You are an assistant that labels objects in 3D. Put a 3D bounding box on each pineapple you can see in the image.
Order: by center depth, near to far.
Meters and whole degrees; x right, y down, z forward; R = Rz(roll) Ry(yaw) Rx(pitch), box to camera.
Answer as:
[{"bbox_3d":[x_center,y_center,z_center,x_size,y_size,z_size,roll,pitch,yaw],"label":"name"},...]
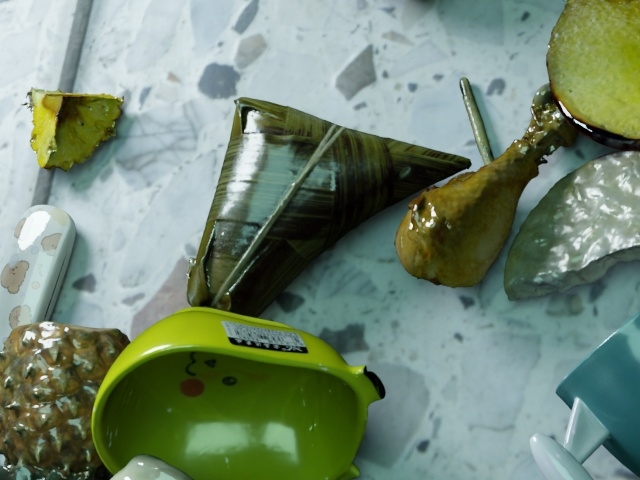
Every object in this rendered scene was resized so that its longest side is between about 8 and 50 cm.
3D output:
[{"bbox_3d":[-0.263,0.236,1.701,0.170,0.141,0.310,5,80,-12],"label":"pineapple"},{"bbox_3d":[-0.281,-0.136,1.862,0.114,0.077,0.114,33,79,36],"label":"pineapple"}]

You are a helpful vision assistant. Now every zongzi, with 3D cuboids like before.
[{"bbox_3d":[0.000,0.000,1.721,0.241,0.111,0.247,15,82,14],"label":"zongzi"}]

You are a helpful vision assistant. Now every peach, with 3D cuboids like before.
[{"bbox_3d":[0.311,-0.158,1.688,0.189,0.068,0.279,-14,45,-2],"label":"peach"}]

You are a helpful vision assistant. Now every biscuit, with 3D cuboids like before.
[{"bbox_3d":[0.287,-0.028,1.661,0.250,0.032,0.133,-17,51,25],"label":"biscuit"}]

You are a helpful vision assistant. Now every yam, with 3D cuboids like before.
[{"bbox_3d":[0.157,-0.117,1.760,0.014,0.014,0.107,-19,69,9],"label":"yam"}]

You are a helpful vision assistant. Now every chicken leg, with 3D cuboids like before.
[{"bbox_3d":[0.170,-0.052,1.692,0.087,0.107,0.251,36,76,27],"label":"chicken leg"}]

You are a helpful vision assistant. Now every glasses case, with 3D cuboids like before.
[{"bbox_3d":[-0.302,0.042,1.822,0.063,0.041,0.164,13,76,19],"label":"glasses case"}]

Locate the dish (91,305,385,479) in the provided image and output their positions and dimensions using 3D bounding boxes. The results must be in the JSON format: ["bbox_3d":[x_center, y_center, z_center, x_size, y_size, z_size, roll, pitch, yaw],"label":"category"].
[{"bbox_3d":[-0.081,0.138,1.646,0.262,0.221,0.108,5,45,-9],"label":"dish"}]

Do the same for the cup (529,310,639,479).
[{"bbox_3d":[0.323,0.148,1.552,0.300,0.167,0.173,-33,74,-24],"label":"cup"}]

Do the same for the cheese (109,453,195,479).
[{"bbox_3d":[-0.106,0.319,1.610,0.263,0.093,0.159,39,91,-3],"label":"cheese"}]
